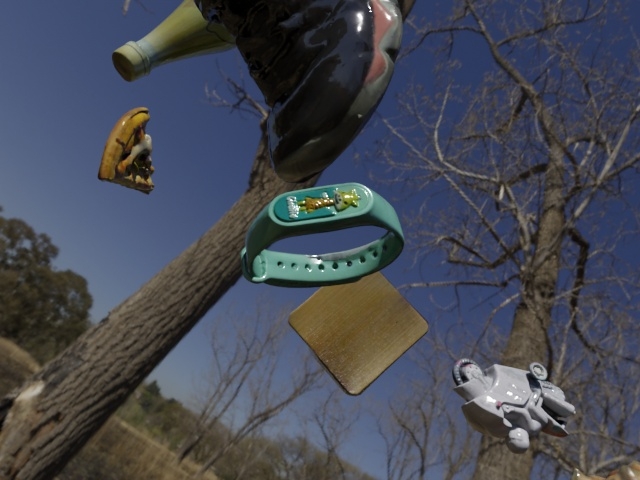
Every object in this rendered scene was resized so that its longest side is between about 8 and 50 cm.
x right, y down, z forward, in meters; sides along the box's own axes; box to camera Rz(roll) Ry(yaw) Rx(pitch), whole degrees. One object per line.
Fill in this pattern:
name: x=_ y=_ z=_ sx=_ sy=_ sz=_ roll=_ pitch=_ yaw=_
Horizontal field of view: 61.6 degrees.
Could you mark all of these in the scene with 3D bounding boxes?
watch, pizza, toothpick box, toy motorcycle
watch: x=0.000 y=0.000 z=0.771 sx=0.237 sy=0.068 sz=0.195 roll=-10 pitch=-32 yaw=-5
pizza: x=-0.351 y=-0.140 z=1.009 sx=0.036 sy=0.184 sz=0.176 roll=4 pitch=-47 yaw=13
toothpick box: x=0.068 y=0.198 z=1.081 sx=0.187 sy=0.190 sz=0.308 roll=46 pitch=-14 yaw=16
toy motorcycle: x=0.370 y=0.325 z=1.037 sx=0.260 sy=0.170 sz=0.110 roll=18 pitch=-38 yaw=-14

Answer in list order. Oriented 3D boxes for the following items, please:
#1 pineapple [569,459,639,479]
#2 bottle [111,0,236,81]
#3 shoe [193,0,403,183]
pineapple: x=0.184 y=0.191 z=0.263 sx=0.166 sy=0.193 sz=0.166 roll=60 pitch=6 yaw=-10
bottle: x=-0.139 y=-0.268 z=0.665 sx=0.083 sy=0.269 sz=0.083 roll=28 pitch=-36 yaw=23
shoe: x=-0.028 y=-0.185 z=0.395 sx=0.137 sy=0.290 sz=0.114 roll=12 pitch=-29 yaw=-34
